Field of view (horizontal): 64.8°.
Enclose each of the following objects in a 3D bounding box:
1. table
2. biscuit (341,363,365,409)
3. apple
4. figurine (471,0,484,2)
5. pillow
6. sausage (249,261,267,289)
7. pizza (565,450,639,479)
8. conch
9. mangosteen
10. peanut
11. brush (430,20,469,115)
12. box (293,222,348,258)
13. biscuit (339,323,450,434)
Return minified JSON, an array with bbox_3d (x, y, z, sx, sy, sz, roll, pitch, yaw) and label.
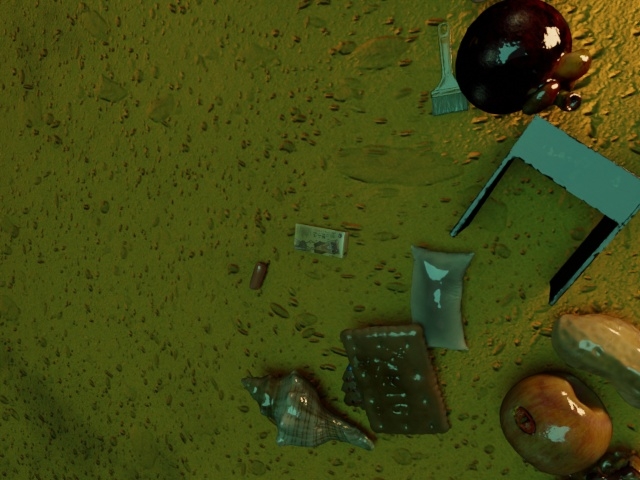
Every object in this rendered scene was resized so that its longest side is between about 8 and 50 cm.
[{"bbox_3d":[0.459,-0.068,1.026,0.250,0.196,0.282,36,113,13],"label":"table"},{"bbox_3d":[0.099,0.391,1.347,0.119,0.019,0.130,-24,88,25],"label":"biscuit"},{"bbox_3d":[0.496,0.383,1.072,0.211,0.211,0.188,40,114,13],"label":"apple"},{"bbox_3d":[0.377,-0.596,0.996,0.308,0.143,0.309,-3,61,6],"label":"figurine"},{"bbox_3d":[0.284,0.138,1.193,0.144,0.078,0.254,4,102,20],"label":"pillow"},{"bbox_3d":[-0.175,0.099,1.410,0.034,0.034,0.083,26,107,18],"label":"sausage"},{"bbox_3d":[0.652,0.589,1.088,0.408,0.114,0.278,-13,94,24],"label":"pizza"},{"bbox_3d":[-0.054,0.483,1.354,0.386,0.169,0.203,39,137,15],"label":"conch"},{"bbox_3d":[0.394,-0.338,0.983,0.265,0.228,0.228,47,113,18],"label":"mangosteen"},{"bbox_3d":[0.631,0.247,1.028,0.313,0.149,0.149,31,109,16],"label":"peanut"},{"bbox_3d":[0.287,-0.392,1.143,0.083,0.011,0.205,-3,97,25],"label":"brush"},{"bbox_3d":[0.000,0.000,1.325,0.149,0.020,0.073,10,102,21],"label":"box"},{"bbox_3d":[0.183,0.352,1.247,0.217,0.044,0.325,-8,112,25],"label":"biscuit"}]
